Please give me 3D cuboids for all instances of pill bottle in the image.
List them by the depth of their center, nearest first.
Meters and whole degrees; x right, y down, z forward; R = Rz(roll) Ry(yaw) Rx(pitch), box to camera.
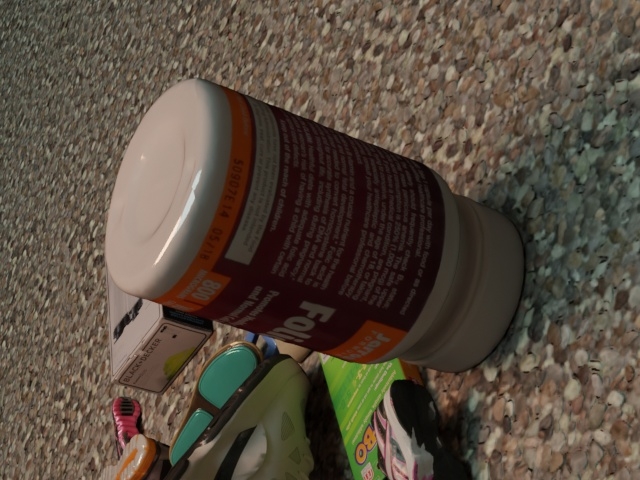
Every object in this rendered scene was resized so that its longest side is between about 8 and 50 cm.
[{"bbox_3d":[0.000,0.000,1.400,0.224,0.392,0.224,-39,42,45],"label":"pill bottle"}]

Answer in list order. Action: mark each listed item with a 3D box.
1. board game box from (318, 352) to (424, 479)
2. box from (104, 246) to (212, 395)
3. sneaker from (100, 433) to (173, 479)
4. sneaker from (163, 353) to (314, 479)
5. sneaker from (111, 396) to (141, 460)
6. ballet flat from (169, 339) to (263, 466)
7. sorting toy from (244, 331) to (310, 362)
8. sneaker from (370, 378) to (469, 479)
[{"bbox_3d":[0.060,0.164,1.569,0.124,0.039,0.259,-53,31,29],"label":"board game box"},{"bbox_3d":[-0.258,0.076,2.124,0.169,0.087,0.290,-51,34,32],"label":"box"},{"bbox_3d":[-0.266,0.357,1.979,0.215,0.083,0.084,-46,37,45],"label":"sneaker"},{"bbox_3d":[-0.053,0.321,1.550,0.169,0.257,0.447,-52,0,30],"label":"sneaker"},{"bbox_3d":[-0.306,0.297,2.126,0.119,0.047,0.057,-104,31,-47],"label":"sneaker"},{"bbox_3d":[-0.136,0.216,1.840,0.232,0.080,0.073,-57,-11,25],"label":"ballet flat"},{"bbox_3d":[-0.044,0.032,1.737,0.347,0.047,0.196,-54,53,40],"label":"sorting toy"},{"bbox_3d":[0.099,0.238,1.411,0.077,0.072,0.178,-49,45,48],"label":"sneaker"}]
